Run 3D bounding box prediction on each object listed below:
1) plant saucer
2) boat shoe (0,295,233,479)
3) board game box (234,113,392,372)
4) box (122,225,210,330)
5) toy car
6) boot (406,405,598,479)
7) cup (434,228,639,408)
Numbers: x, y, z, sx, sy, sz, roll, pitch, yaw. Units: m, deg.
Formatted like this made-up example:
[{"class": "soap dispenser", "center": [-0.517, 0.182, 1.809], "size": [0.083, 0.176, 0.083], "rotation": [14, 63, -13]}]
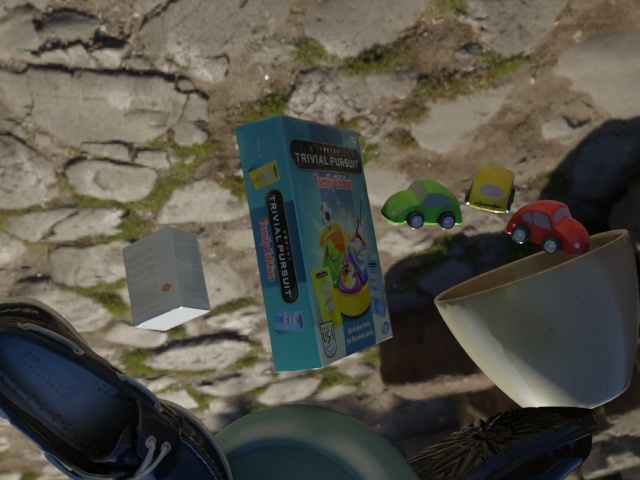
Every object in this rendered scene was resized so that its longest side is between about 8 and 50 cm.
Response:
[{"class": "plant saucer", "center": [-0.033, 0.324, 0.733], "size": [0.317, 0.318, 0.043], "rotation": [-20, 161, 16]}, {"class": "boat shoe", "center": [-0.194, 0.176, 0.674], "size": [0.302, 0.091, 0.114], "rotation": [41, 86, -18]}, {"class": "board game box", "center": [0.000, 0.000, 1.086], "size": [0.079, 0.336, 0.253], "rotation": [-10, 178, 26]}, {"class": "box", "center": [-0.308, 0.078, 1.479], "size": [0.130, 0.171, 0.091], "rotation": [-23, 159, 26]}, {"class": "toy car", "center": [0.187, -0.047, 0.918], "size": [0.224, 0.239, 0.053], "rotation": [0, 112, -16]}, {"class": "boot", "center": [0.234, 0.372, 0.939], "size": [0.347, 0.260, 0.131], "rotation": [-16, -176, -28]}, {"class": "cup", "center": [0.384, 0.150, 1.229], "size": [0.330, 0.237, 0.331], "rotation": [-21, 179, -1]}]
